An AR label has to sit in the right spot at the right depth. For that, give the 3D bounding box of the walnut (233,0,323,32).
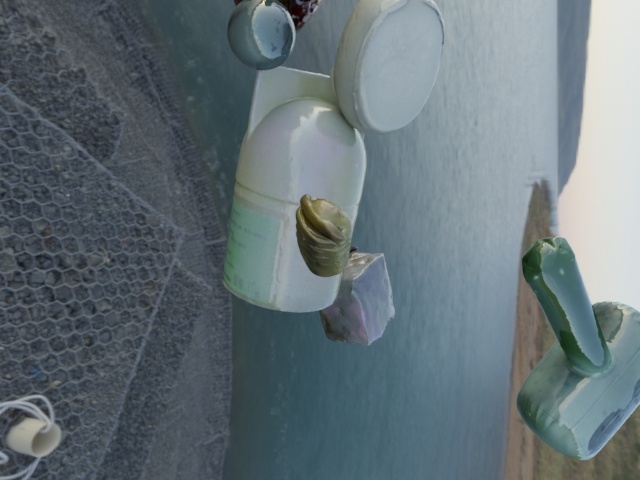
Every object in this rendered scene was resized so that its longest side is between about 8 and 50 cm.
[{"bbox_3d":[-0.077,-0.498,0.809,0.243,0.221,0.269,22,71,-28],"label":"walnut"}]

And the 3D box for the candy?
[{"bbox_3d":[0.085,0.129,1.178,0.184,0.137,0.196,-36,117,-53],"label":"candy"}]

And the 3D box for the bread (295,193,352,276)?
[{"bbox_3d":[0.000,0.000,0.397,0.034,0.049,0.088,-47,162,-25],"label":"bread"}]

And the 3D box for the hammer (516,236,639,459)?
[{"bbox_3d":[0.296,0.110,0.583,0.206,0.119,0.336,-46,125,-10],"label":"hammer"}]

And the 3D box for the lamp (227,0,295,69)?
[{"bbox_3d":[-0.088,-0.307,0.734,0.105,0.105,0.105,-2,92,-64],"label":"lamp"}]

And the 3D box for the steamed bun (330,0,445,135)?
[{"bbox_3d":[0.099,-0.288,0.797,0.177,0.131,0.228,-14,130,-26],"label":"steamed bun"}]

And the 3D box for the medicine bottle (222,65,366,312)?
[{"bbox_3d":[-0.040,-0.098,0.910,0.235,0.235,0.407,-26,131,-62],"label":"medicine bottle"}]
